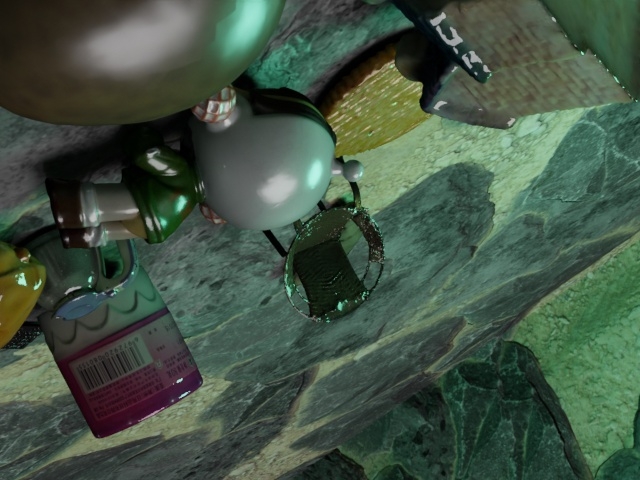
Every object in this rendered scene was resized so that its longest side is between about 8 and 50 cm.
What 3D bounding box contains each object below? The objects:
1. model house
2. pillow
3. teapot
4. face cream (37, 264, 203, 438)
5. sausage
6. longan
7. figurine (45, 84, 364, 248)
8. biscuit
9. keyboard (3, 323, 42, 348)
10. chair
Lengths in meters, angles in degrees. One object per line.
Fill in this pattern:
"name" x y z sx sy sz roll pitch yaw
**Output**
"model house" 0.188 -0.277 1.338 0.284 0.243 0.298 -14 144 35
"pillow" 0.024 0.005 1.981 0.093 0.051 0.241 -8 150 -36
"teapot" -0.314 0.045 1.534 0.149 0.108 0.111 -19 159 -27
"face cream" -0.281 0.155 1.653 0.175 0.195 0.175 -25 -178 1
"sausage" -0.436 0.087 1.455 0.241 0.120 0.136 -42 171 29
"longan" -0.164 -0.223 0.924 0.300 0.243 0.300 -30 140 -29
"figurine" -0.139 -0.079 1.413 0.370 0.167 0.281 -16 153 -12
"biscuit" 0.098 -0.201 1.619 0.254 0.035 0.254 -25 160 -10
"keyboard" -0.475 0.135 1.664 0.061 0.013 0.204 -37 159 21
"chair" 0.000 0.000 1.717 0.174 0.213 0.149 -21 164 -26
